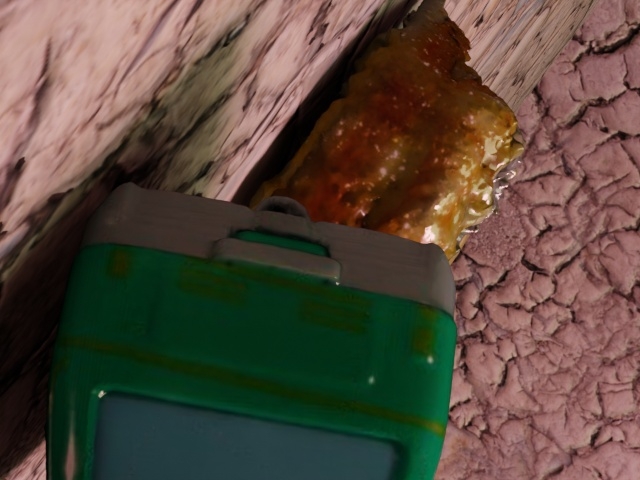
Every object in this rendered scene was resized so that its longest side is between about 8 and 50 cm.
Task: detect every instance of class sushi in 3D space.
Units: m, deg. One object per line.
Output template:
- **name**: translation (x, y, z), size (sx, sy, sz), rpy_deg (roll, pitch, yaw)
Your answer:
- **sushi**: translation (0.049, -0.035, 0.909), size (0.274, 0.139, 0.184), rpy_deg (-53, 175, 4)

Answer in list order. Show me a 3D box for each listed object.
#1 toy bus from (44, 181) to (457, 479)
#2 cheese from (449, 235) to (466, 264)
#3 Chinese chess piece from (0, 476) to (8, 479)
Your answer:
- **toy bus**: translation (-0.054, 0.128, 0.694), size (0.343, 0.184, 0.199), rpy_deg (112, -13, -64)
- **cheese**: translation (0.041, 0.051, 1.361), size (0.265, 0.124, 0.242), rpy_deg (-51, 169, 0)
- **Chinese chess piece**: translation (-0.115, 0.191, 0.522), size (0.101, 0.250, 0.250), rpy_deg (-52, 174, -27)
